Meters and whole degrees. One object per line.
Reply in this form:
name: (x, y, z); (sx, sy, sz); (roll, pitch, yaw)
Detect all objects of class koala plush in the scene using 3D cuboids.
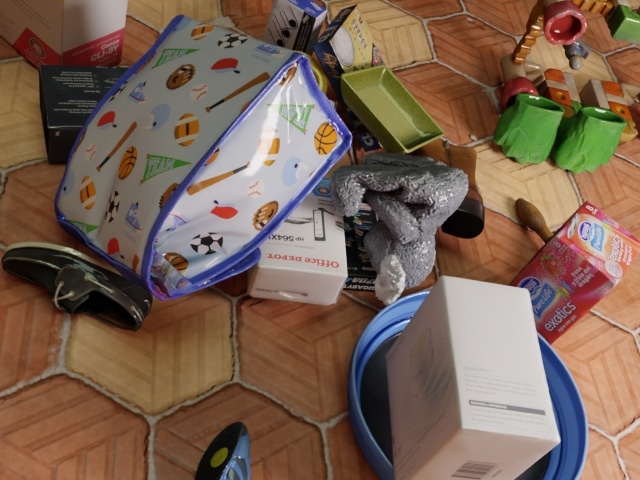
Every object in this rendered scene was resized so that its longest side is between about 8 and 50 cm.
koala plush: (0.135, -0.016, 1.287); (0.203, 0.221, 0.196); (9, 19, 26)

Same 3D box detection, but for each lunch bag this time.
lunch bag: (-0.200, -0.114, 1.203); (0.328, 0.239, 0.385); (27, 71, 44)

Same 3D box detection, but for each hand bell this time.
hand bell: (0.445, -0.003, 1.532); (0.126, 0.126, 0.242); (-4, 43, -23)

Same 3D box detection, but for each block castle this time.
block castle: (0.649, -0.373, 1.756); (0.454, 0.303, 0.212); (9, 51, -12)

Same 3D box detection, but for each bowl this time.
bowl: (0.225, 0.260, 1.241); (0.392, 0.077, 0.391); (10, 50, -12)

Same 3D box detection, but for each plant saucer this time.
plant saucer: (0.128, -0.239, 1.488); (0.188, 0.045, 0.188); (50, 34, 7)

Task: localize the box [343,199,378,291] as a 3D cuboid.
box: (0.000, 0.000, 1.384); (0.220, 0.051, 0.175); (4, 52, -17)

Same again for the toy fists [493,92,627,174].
toy fists: (0.507, -0.225, 1.695); (0.279, 0.142, 0.096); (8, 34, -14)

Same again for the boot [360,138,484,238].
boot: (0.194, -0.148, 1.519); (0.264, 0.096, 0.280); (16, 39, -7)

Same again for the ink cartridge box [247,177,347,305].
ink cartridge box: (-0.040, -0.007, 1.284); (0.148, 0.086, 0.203); (7, 51, -14)

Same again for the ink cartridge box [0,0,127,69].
ink cartridge box: (-0.482, -0.516, 1.402); (0.279, 0.384, 0.160); (42, 51, 15)

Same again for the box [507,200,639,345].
box: (0.404, 0.072, 1.337); (0.123, 0.256, 0.128); (42, 51, 12)

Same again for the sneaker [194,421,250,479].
sneaker: (-0.124, 0.346, 1.064); (0.082, 0.069, 0.209); (45, 33, -26)

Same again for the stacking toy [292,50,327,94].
stacking toy: (-0.141, -0.204, 1.496); (0.309, 0.130, 0.279); (-5, 81, -20)

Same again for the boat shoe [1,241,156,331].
boat shoe: (-0.366, 0.068, 1.176); (0.233, 0.084, 0.079); (21, 48, -7)

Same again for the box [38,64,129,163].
box: (-0.406, -0.223, 1.388); (0.156, 0.093, 0.158); (-4, 53, -23)

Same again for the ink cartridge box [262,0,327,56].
ink cartridge box: (-0.063, -0.391, 1.572); (0.097, 0.207, 0.046); (34, 49, 8)

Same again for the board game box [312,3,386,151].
board game box: (0.081, -0.322, 1.572); (0.243, 0.042, 0.165); (61, 38, -28)

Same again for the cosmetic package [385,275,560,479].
cosmetic package: (0.191, 0.206, 1.071); (0.138, 0.224, 0.224); (11, 50, -12)

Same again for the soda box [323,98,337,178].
soda box: (-0.017, -0.176, 1.434); (0.060, 0.053, 0.168); (14, 74, -16)
